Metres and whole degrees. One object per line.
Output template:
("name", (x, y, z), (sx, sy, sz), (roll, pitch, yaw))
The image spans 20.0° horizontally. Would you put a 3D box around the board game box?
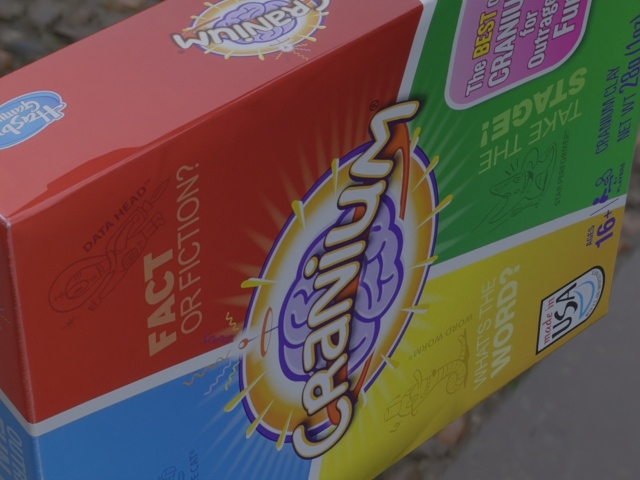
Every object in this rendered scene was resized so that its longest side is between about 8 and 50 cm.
("board game box", (0.000, 0.000, 0.708), (0.316, 0.242, 0.064), (-31, 51, -31))
